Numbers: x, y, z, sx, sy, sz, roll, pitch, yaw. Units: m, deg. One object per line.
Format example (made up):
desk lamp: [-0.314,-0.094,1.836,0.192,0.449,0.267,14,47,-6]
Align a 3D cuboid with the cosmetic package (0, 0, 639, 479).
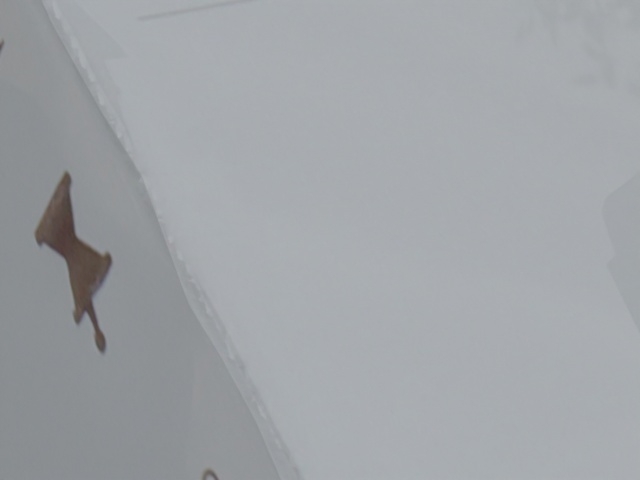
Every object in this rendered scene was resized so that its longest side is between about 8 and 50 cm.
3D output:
cosmetic package: [0.000,0.000,0.639,0.327,0.329,0.393,-14,63,-34]
